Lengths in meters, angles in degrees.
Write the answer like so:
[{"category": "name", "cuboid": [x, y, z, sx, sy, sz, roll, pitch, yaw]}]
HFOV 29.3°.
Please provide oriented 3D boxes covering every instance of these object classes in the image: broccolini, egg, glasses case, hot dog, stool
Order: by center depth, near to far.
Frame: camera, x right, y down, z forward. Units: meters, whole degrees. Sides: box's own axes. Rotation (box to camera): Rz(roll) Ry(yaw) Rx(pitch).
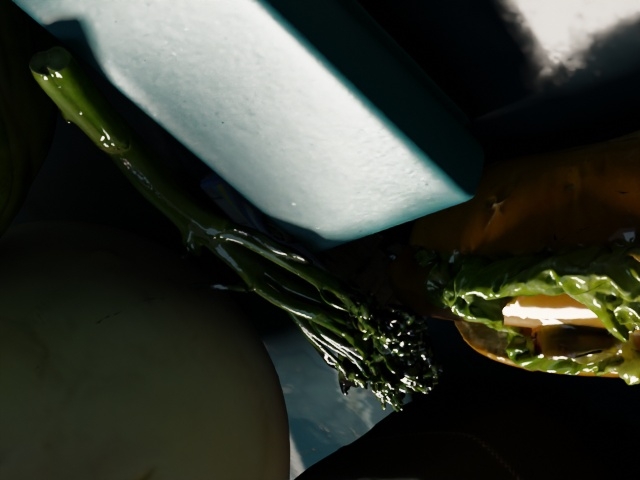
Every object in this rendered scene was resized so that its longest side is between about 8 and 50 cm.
[{"category": "hot dog", "cuboid": [0.170, 0.013, 0.555, 0.337, 0.100, 0.135, -7, 132, 41]}, {"category": "glasses case", "cuboid": [-0.057, -0.114, 0.559, 0.117, 0.070, 0.301, -18, 130, 43]}, {"category": "broccolini", "cuboid": [-0.033, 0.002, 0.602, 0.271, 0.062, 0.123, 43, 151, -27]}, {"category": "stool", "cuboid": [0.091, 0.213, 0.769, 0.232, 0.141, 0.232, 19, 119, 38]}, {"category": "egg", "cuboid": [-0.169, 0.123, 0.778, 0.283, 0.283, 0.345, 46, 169, -22]}]

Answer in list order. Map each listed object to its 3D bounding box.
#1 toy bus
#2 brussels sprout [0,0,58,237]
[{"category": "toy bus", "cuboid": [0.000, 0.000, 0.708, 0.153, 0.051, 0.061, 47, 154, -23]}, {"category": "brussels sprout", "cuboid": [-0.244, -0.104, 0.618, 0.210, 0.219, 0.271, 6, 121, 6]}]
